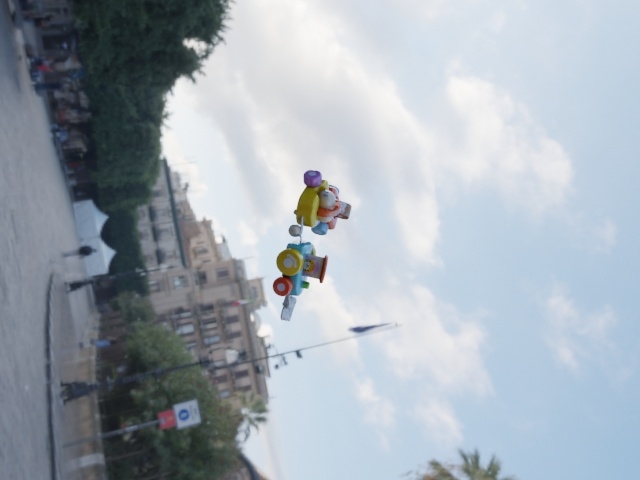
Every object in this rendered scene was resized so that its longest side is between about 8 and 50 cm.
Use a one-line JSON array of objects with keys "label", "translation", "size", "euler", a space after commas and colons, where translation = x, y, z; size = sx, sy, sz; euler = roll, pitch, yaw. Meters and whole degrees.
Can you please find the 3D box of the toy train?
[{"label": "toy train", "translation": [0.000, 0.000, 0.635], "size": [0.125, 0.046, 0.166], "euler": [78, 27, -60]}]
